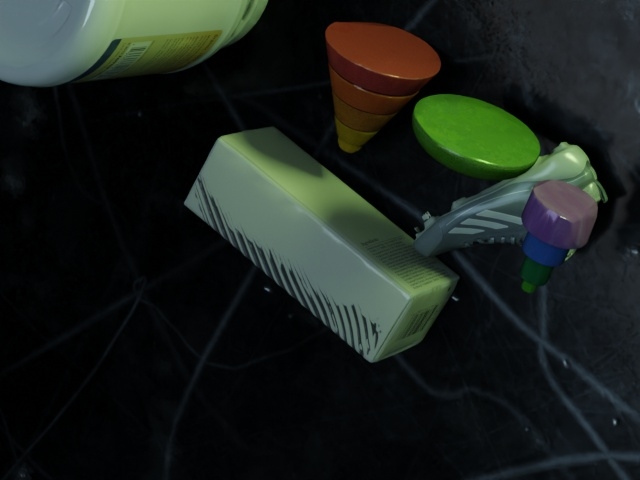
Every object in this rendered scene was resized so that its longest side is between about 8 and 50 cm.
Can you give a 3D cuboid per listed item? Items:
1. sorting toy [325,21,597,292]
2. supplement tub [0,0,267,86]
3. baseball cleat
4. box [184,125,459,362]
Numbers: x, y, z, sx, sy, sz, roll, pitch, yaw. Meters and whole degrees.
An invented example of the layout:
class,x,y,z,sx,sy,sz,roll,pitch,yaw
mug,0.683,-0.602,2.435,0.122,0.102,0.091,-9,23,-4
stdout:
class,x,y,z,sx,sy,sz,roll,pitch,yaw
sorting toy,0.118,-0.073,1.779,0.365,0.127,0.126,44,129,35
supplement tub,-0.209,-0.278,1.853,0.228,0.316,0.228,5,101,30
baseball cleat,0.187,-0.012,1.805,0.206,0.072,0.109,-33,81,31
box,0.000,0.000,1.897,0.275,0.113,0.094,40,117,21
